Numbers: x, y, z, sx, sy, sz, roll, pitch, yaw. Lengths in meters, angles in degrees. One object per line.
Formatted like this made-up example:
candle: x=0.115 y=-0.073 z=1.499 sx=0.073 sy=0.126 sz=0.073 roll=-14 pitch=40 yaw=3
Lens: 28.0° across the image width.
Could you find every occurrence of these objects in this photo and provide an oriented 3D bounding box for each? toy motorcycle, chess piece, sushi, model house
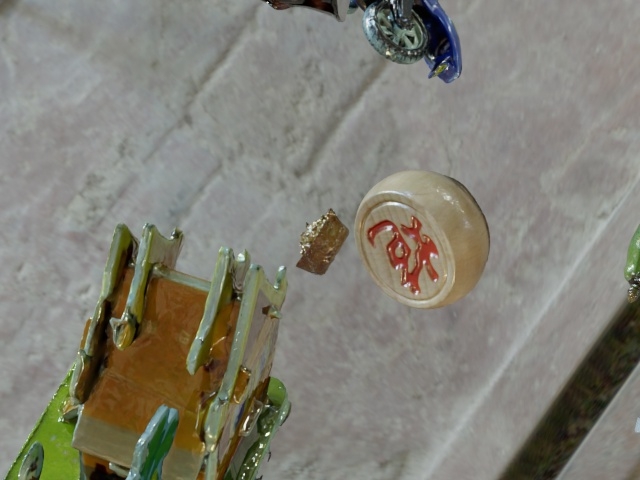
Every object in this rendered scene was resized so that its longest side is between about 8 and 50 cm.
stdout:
toy motorcycle: x=0.107 y=-0.343 z=1.670 sx=0.168 sy=0.113 sz=0.315 roll=7 pitch=57 yaw=-31
chess piece: x=0.059 y=-0.001 z=0.752 sx=0.083 sy=0.084 sz=0.038 roll=44 pitch=47 yaw=14
sushi: x=-0.002 y=0.002 z=1.680 sx=0.060 sy=0.061 sz=0.118 roll=36 pitch=120 yaw=4
model house: x=-0.176 y=0.140 z=1.184 sx=0.242 sy=0.313 sz=0.358 roll=17 pitch=45 yaw=11

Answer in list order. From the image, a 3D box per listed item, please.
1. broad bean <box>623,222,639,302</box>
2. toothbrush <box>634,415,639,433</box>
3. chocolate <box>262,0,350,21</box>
broad bean: x=0.338 y=-0.063 z=1.244 sx=0.046 sy=0.065 sz=0.255 roll=22 pitch=113 yaw=32
toothbrush: x=0.298 y=0.147 z=0.947 sx=0.017 sy=0.194 sz=0.014 roll=19 pitch=81 yaw=-24
chocolate: x=-0.062 y=-0.251 z=0.765 sx=0.177 sy=0.206 sz=0.224 roll=5 pitch=42 yaw=6
